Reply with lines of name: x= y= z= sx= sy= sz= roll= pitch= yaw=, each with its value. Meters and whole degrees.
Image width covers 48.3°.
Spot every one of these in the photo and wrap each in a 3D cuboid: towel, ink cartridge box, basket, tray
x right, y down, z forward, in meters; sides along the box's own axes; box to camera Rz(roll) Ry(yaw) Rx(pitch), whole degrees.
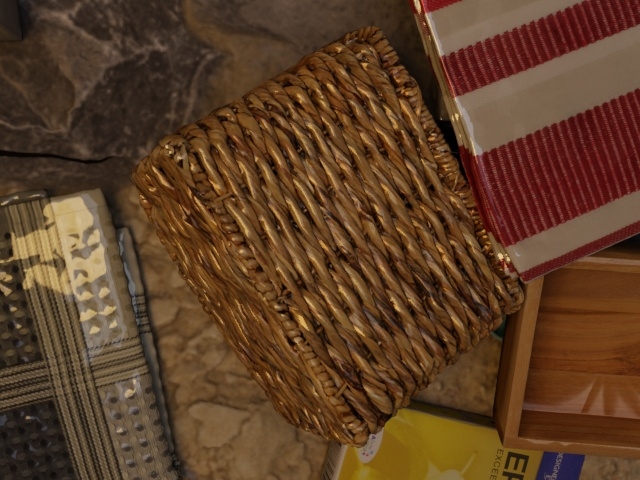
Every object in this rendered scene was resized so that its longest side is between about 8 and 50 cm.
towel: x=0.207 y=-0.156 z=0.594 sx=0.237 sy=0.037 sz=0.329 roll=-22 pitch=100 yaw=-8
ink cartridge box: x=0.135 y=0.339 z=0.782 sx=0.307 sy=0.072 sz=0.304 roll=15 pitch=92 yaw=-9
basket: x=0.000 y=0.000 z=0.665 sx=0.223 sy=0.213 sz=0.299 roll=-36 pitch=100 yaw=-24
towel: x=-0.320 y=0.124 z=0.699 sx=0.312 sy=0.056 sz=0.324 roll=-12 pitch=99 yaw=-6
tray: x=0.390 y=0.112 z=0.694 sx=0.410 sy=0.076 sz=0.203 roll=5 pitch=107 yaw=3

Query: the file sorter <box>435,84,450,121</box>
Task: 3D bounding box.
file sorter: x=0.237 y=-0.251 z=0.694 sx=0.192 sy=0.173 sz=0.278 roll=2 pitch=95 yaw=-9

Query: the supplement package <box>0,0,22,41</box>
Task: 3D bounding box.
supplement package: x=-0.381 y=-0.271 z=0.596 sx=0.203 sy=0.149 sz=0.194 roll=-6 pitch=96 yaw=-10

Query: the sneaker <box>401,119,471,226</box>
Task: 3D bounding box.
sneaker: x=0.190 y=-0.055 z=0.705 sx=0.302 sy=0.121 sz=0.108 roll=8 pitch=80 yaw=-2

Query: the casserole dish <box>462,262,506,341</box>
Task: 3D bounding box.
casserole dish: x=0.236 y=0.031 z=0.787 sx=0.188 sy=0.037 sz=0.114 roll=-31 pitch=99 yaw=-7
